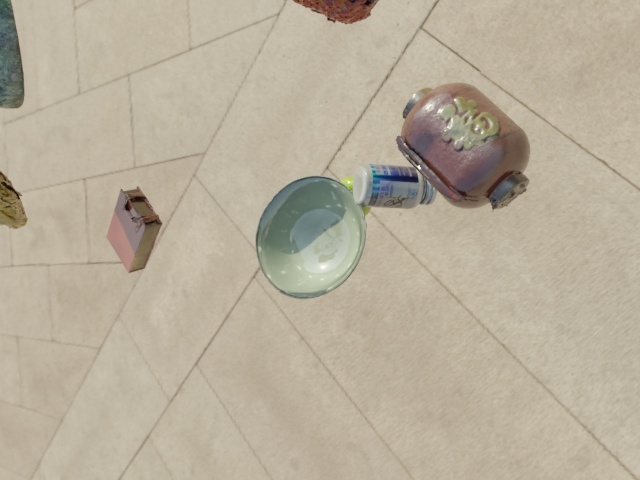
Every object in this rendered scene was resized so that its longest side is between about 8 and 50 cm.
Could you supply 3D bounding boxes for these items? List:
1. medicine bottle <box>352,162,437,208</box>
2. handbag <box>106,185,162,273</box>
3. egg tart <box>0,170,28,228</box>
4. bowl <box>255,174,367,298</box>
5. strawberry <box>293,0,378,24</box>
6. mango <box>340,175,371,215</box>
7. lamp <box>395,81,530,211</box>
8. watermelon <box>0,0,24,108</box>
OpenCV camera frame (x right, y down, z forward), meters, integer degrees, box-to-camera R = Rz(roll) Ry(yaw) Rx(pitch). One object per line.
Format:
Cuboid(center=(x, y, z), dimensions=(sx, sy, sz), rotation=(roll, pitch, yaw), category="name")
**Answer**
Cuboid(center=(0.183, -0.132, 1.312), dimensions=(0.107, 0.192, 0.106), rotation=(-178, 90, -76), category="medicine bottle")
Cuboid(center=(-0.456, -0.026, 1.300), dimensions=(0.127, 0.063, 0.190), rotation=(53, 133, 18), category="handbag")
Cuboid(center=(-0.721, -0.115, 1.119), dimensions=(0.099, 0.252, 0.231), rotation=(-30, 84, -8), category="egg tart")
Cuboid(center=(0.000, 0.000, 1.483), dimensions=(0.338, 0.158, 0.336), rotation=(-6, 77, 27), category="bowl")
Cuboid(center=(-0.004, -0.516, 1.020), dimensions=(0.205, 0.245, 0.205), rotation=(177, 90, -78), category="strawberry")
Cuboid(center=(0.103, -0.138, 1.668), dimensions=(0.117, 0.089, 0.163), rotation=(34, 153, 38), category="mango")
Cuboid(center=(0.234, -0.160, 0.907), dimensions=(0.258, 0.180, 0.180), rotation=(50, 119, 23), category="lamp")
Cuboid(center=(-0.716, -0.435, 1.099), dimensions=(0.226, 0.148, 0.317), rotation=(29, 122, 51), category="watermelon")
